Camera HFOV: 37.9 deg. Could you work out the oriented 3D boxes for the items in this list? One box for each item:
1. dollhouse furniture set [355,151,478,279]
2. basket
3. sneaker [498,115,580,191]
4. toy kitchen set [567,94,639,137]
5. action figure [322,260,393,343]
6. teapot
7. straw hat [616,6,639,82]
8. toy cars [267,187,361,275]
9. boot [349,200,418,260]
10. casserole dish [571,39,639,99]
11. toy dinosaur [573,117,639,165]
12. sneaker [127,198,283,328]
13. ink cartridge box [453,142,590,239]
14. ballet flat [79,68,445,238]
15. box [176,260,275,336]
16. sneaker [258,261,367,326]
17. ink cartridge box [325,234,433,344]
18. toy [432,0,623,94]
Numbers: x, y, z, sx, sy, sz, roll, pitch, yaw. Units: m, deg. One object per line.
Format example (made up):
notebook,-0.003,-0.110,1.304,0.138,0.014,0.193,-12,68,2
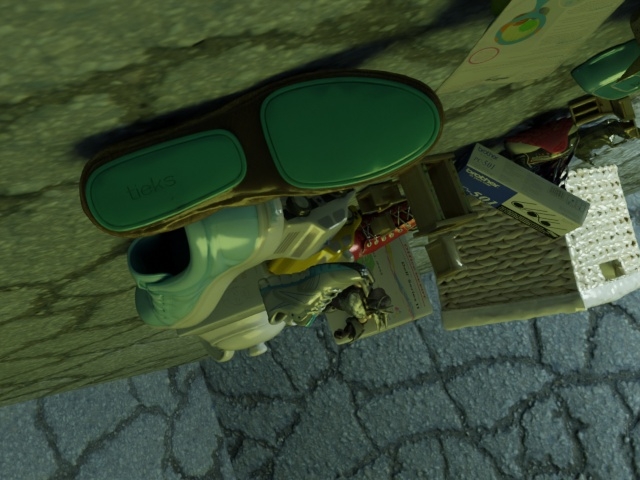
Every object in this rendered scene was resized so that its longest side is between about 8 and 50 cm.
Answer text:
dollhouse furniture set,0.164,-0.022,1.468,0.101,0.181,0.161,-13,169,-36
basket,0.432,0.015,1.895,0.331,0.266,0.328,-16,176,41
sneaker,0.367,-0.123,1.523,0.121,0.112,0.299,-20,171,2
toy kitchen set,0.413,-0.173,1.350,0.075,0.068,0.083,-21,-163,9
action figure,0.020,0.112,1.814,0.285,0.185,0.099,6,-148,34
teapot,-0.143,0.118,1.669,0.253,0.187,0.256,-20,172,8
straw hat,0.365,-0.230,0.988,0.144,0.061,0.144,-30,-179,0
toy cars,0.000,0.000,1.388,0.176,0.087,0.393,-42,170,-3
boot,0.098,-0.023,1.668,0.176,0.088,0.244,-24,178,28
casserole dish,0.404,-0.222,1.228,0.114,0.037,0.188,-24,171,30
toy dinosaur,0.475,-0.171,1.654,0.118,0.064,0.268,-8,171,-39
sneaker,-0.195,0.022,1.202,0.150,0.135,0.366,-4,156,-34
ink cartridge box,0.313,-0.076,1.482,0.046,0.207,0.097,-64,-174,-17
ballet flat,-0.058,-0.086,0.887,0.343,0.116,0.124,-19,-168,-1
box,-0.157,0.066,1.498,0.171,0.130,0.091,-21,171,14
sneaker,-0.007,0.081,1.343,0.191,0.082,0.071,-18,162,39
ink cartridge box,0.127,0.092,2.029,0.119,0.207,0.353,-23,172,27
toy,0.193,-0.208,0.786,0.137,0.056,0.237,-12,166,-24
